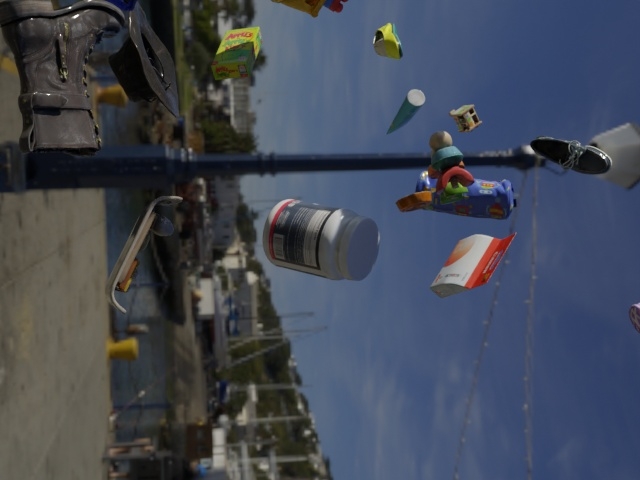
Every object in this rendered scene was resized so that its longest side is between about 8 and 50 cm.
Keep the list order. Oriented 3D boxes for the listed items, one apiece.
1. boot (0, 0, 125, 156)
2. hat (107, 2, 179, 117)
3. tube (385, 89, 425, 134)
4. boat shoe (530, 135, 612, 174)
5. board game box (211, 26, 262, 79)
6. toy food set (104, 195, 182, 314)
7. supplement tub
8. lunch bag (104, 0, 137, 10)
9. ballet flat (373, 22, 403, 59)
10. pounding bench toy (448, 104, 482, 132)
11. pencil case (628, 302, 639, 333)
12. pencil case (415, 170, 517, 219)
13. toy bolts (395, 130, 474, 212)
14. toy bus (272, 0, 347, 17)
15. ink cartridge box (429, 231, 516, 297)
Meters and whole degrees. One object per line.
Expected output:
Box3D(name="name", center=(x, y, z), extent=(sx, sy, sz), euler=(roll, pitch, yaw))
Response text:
Box3D(name="boot", center=(-0.372, -0.238, 1.206), extent=(0.263, 0.091, 0.229), euler=(-24, 102, -58))
Box3D(name="hat", center=(-0.492, -0.464, 2.169), extent=(0.331, 0.133, 0.332), euler=(-20, 90, -83))
Box3D(name="tube", center=(0.249, -0.368, 2.347), extent=(0.052, 0.080, 0.207), euler=(61, -19, 11))
Box3D(name="boat shoe", center=(0.778, -0.269, 2.516), extent=(0.254, 0.079, 0.095), euler=(30, -69, 29))
Box3D(name="board game box", center=(-0.210, -0.477, 2.046), extent=(0.181, 0.092, 0.043), euler=(-80, 161, -47))
Box3D(name="toy food set", center=(-0.433, 0.033, 1.982), extent=(0.306, 0.092, 0.219), euler=(-66, -164, -8))
Box3D(name="supplement tub", center=(0.000, 0.000, 2.150), extent=(0.191, 0.272, 0.191), euler=(-25, 121, -52))
Box3D(name="lunch bag", center=(-0.389, -0.645, 1.331), extent=(0.385, 0.238, 0.328), euler=(-56, -129, 32))
Box3D(name="ballet flat", center=(0.194, -0.575, 2.356), extent=(0.231, 0.077, 0.077), euler=(-91, 165, -59))
Box3D(name="pounding bench toy", center=(0.404, -0.340, 2.272), extent=(0.065, 0.052, 0.083), euler=(60, -18, -18))
Box3D(name="pencil case", center=(0.910, 0.178, 2.098), extent=(0.086, 0.206, 0.088), euler=(95, -24, -74))
Box3D(name="pencil case", center=(0.444, -0.141, 2.460), extent=(0.119, 0.306, 0.133), euler=(70, 32, -56))
Box3D(name="toy bolts", center=(0.297, -0.189, 2.146), extent=(0.228, 0.218, 0.159), euler=(114, -39, -76))
Box3D(name="toy bus", center=(-0.012, -0.658, 1.964), extent=(0.220, 0.211, 0.149), euler=(-59, -151, 20))
Box3D(name="ink cartridge box", center=(0.321, 0.045, 1.712), extent=(0.145, 0.045, 0.179), euler=(-54, -173, -25))
